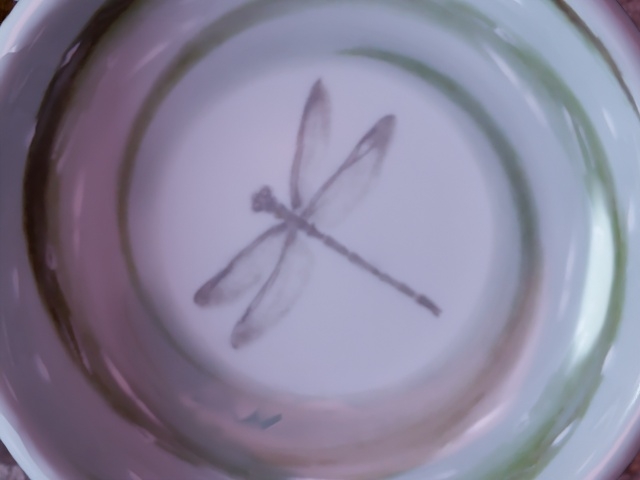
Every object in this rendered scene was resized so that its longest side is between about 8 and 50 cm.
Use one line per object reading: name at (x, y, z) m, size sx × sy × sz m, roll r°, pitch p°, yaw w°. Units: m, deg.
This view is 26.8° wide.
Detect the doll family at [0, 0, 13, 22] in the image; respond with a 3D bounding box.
doll family at (-0.157, -0.179, 0.847) m, size 0.263 × 0.118 × 0.163 m, roll 43°, pitch 100°, yaw 20°

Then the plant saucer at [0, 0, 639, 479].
plant saucer at (0.000, 0.000, 0.739) m, size 0.401 × 0.100 × 0.400 m, roll 1°, pitch 99°, yaw 5°
